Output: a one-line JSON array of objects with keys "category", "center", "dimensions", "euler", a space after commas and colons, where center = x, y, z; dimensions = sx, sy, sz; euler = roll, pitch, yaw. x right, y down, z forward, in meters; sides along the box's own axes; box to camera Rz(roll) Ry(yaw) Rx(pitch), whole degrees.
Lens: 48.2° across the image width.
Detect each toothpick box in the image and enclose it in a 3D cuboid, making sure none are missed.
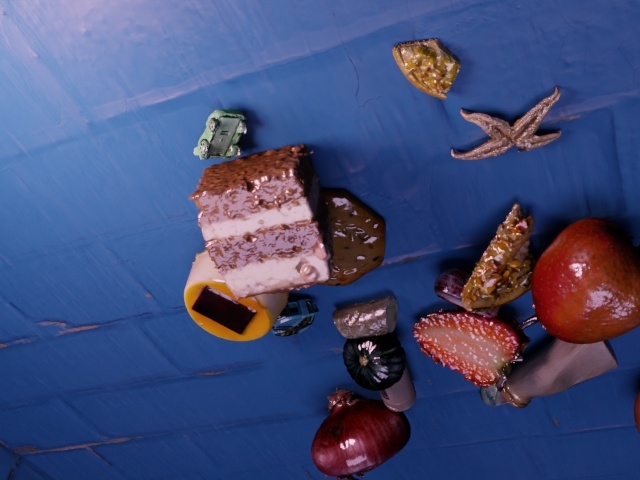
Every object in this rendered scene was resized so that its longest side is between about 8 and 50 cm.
[{"category": "toothpick box", "center": [0.232, 0.440, 2.233], "dimensions": [0.111, 0.111, 0.181], "euler": [-7, 134, 14]}]

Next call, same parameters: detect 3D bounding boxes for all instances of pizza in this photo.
[{"category": "pizza", "center": [0.488, 0.059, 1.783], "dimensions": [0.251, 0.074, 0.288], "euler": [9, 114, -45]}, {"category": "pizza", "center": [0.220, -0.351, 1.452], "dimensions": [0.160, 0.036, 0.099], "euler": [36, 130, -27]}]

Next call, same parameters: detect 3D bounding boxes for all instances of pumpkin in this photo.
[{"category": "pumpkin", "center": [0.156, 0.346, 2.098], "dimensions": [0.194, 0.194, 0.150], "euler": [-18, 151, 24]}]

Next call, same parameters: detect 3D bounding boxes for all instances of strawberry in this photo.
[{"category": "strawberry", "center": [0.428, 0.268, 2.038], "dimensions": [0.306, 0.138, 0.233], "euler": [29, 118, 12]}]

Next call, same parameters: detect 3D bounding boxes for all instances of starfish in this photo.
[{"category": "starfish", "center": [0.397, -0.238, 1.542], "dimensions": [0.247, 0.050, 0.138], "euler": [-12, 132, 15]}]

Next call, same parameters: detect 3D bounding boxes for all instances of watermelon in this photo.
[{"category": "watermelon", "center": [0.563, 0.480, 2.281], "dimensions": [0.094, 0.081, 0.180], "euler": [-24, 140, -5]}]

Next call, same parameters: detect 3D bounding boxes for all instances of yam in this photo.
[{"category": "yam", "center": [0.131, 0.222, 2.026], "dimensions": [0.183, 0.107, 0.107], "euler": [-13, 133, 23]}]

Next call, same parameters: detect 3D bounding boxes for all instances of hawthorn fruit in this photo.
[{"category": "hawthorn fruit", "center": [0.619, 0.118, 1.715], "dimensions": [0.284, 0.285, 0.369], "euler": [35, 125, -27]}]

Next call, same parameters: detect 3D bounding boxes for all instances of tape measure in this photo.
[{"category": "tape measure", "center": [-0.085, 0.226, 2.052], "dimensions": [0.146, 0.081, 0.125], "euler": [-7, 151, -20]}]

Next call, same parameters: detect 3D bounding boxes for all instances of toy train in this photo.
[{"category": "toy train", "center": [-0.227, -0.234, 1.603], "dimensions": [0.099, 0.081, 0.149], "euler": [-6, 135, -35]}]

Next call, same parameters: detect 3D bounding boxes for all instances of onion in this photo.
[{"category": "onion", "center": [0.385, 0.127, 1.894], "dimensions": [0.206, 0.098, 0.151], "euler": [29, 170, -37]}, {"category": "onion", "center": [0.113, 0.614, 2.332], "dimensions": [0.347, 0.347, 0.285], "euler": [-30, 82, 33]}]

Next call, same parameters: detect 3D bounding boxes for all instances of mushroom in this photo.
[{"category": "mushroom", "center": [0.692, 0.363, 2.077], "dimensions": [0.154, 0.137, 0.407], "euler": [16, 140, -27]}]

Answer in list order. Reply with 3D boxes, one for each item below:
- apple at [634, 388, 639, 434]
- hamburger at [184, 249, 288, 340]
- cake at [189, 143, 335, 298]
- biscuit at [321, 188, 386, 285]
[{"category": "apple", "center": [1.102, 0.517, 2.088], "dimensions": [0.344, 0.269, 0.345], "euler": [4, 136, 4]}, {"category": "hamburger", "center": [-0.223, 0.133, 1.909], "dimensions": [0.276, 0.179, 0.294], "euler": [26, 137, -7]}, {"category": "cake", "center": [-0.122, -0.044, 1.611], "dimensions": [0.282, 0.256, 0.290], "euler": [-12, 111, 9]}, {"category": "biscuit", "center": [0.000, 0.000, 1.846], "dimensions": [0.359, 0.046, 0.359], "euler": [3, 137, 3]}]
